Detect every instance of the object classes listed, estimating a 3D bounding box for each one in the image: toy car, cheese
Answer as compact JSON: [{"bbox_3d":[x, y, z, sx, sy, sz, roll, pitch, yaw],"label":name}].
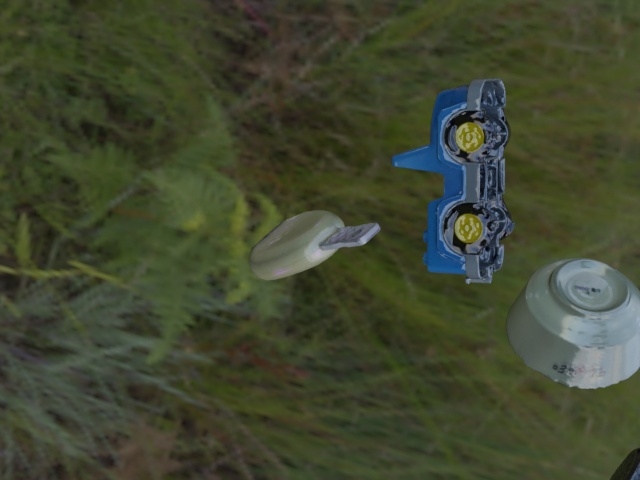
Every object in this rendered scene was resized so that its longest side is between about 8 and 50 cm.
[{"bbox_3d":[0.124,-0.055,1.426,0.097,0.100,0.191,-17,109,-69],"label":"toy car"},{"bbox_3d":[0.000,0.000,1.543,0.097,0.192,0.037,-42,106,-26],"label":"cheese"}]

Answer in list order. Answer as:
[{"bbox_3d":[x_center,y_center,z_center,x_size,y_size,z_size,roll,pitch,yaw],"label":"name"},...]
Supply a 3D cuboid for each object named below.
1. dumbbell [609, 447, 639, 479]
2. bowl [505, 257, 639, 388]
[{"bbox_3d":[0.466,0.358,1.991,0.100,0.191,0.100,-55,178,-3],"label":"dumbbell"},{"bbox_3d":[0.385,0.102,2.246,0.211,0.211,0.112,-46,154,-39],"label":"bowl"}]
